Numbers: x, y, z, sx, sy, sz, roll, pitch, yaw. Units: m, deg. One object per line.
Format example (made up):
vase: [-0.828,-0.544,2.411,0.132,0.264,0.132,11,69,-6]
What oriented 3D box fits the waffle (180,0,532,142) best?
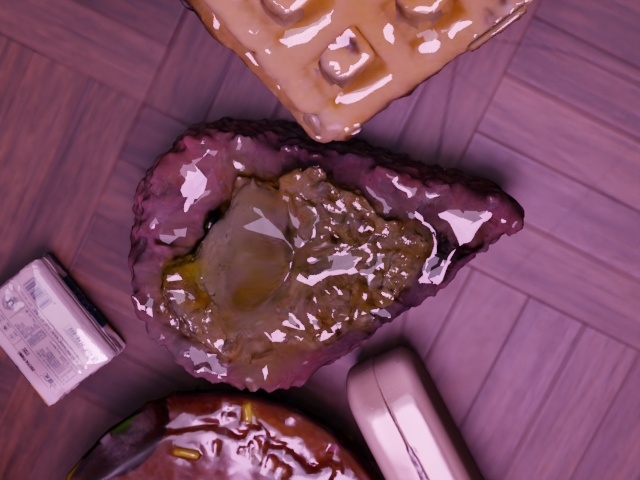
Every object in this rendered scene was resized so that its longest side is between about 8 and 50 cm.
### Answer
waffle: [0.072,-0.243,0.776,0.376,0.114,0.261,-32,119,18]

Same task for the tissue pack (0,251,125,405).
tissue pack: [-0.178,0.058,0.950,0.062,0.042,0.083,-38,94,9]

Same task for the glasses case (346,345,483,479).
glasses case: [0.078,0.161,0.920,0.050,0.083,0.196,-26,94,10]

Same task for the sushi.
sushi: [-0.006,0.018,0.897,0.241,0.107,0.161,12,104,4]

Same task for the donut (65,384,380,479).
donut: [-0.063,0.200,0.935,0.216,0.096,0.230,34,101,2]
